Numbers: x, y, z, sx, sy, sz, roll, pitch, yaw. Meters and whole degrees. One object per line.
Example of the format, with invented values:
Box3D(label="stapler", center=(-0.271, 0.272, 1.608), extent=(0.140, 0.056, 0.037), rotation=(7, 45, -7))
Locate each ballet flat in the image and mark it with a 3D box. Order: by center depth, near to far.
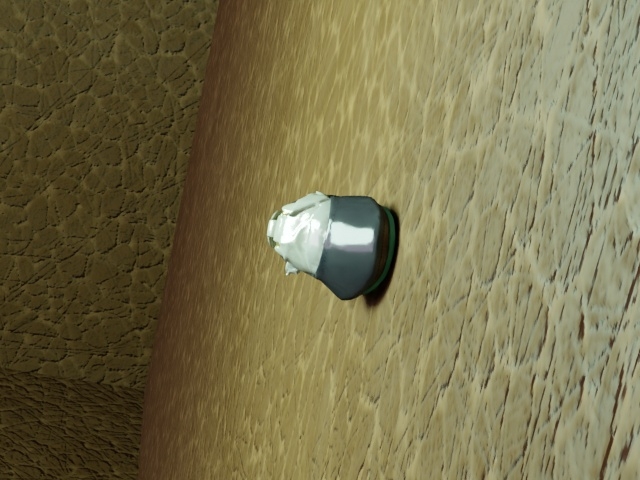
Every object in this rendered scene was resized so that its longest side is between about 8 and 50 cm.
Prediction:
Box3D(label="ballet flat", center=(0.000, 0.000, 1.193), extent=(0.203, 0.074, 0.074), rotation=(-154, 74, -82))
